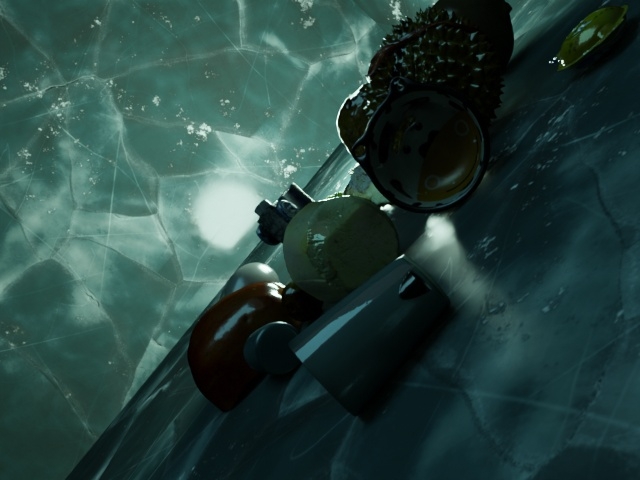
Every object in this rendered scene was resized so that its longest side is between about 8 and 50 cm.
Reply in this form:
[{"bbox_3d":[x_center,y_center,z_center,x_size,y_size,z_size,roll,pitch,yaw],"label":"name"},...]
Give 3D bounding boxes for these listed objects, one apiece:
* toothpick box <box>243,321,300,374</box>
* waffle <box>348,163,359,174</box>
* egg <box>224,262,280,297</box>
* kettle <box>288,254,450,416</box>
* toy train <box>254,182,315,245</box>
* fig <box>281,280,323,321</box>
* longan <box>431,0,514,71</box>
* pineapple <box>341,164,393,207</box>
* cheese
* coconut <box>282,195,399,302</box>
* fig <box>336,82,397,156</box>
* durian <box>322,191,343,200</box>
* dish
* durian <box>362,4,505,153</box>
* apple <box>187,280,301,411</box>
[{"bbox_3d":[-0.118,0.260,1.625,0.120,0.120,0.184,-53,7,-21],"label":"toothpick box"},{"bbox_3d":[0.221,-0.338,2.605,0.280,0.060,0.262,-46,7,8],"label":"waffle"},{"bbox_3d":[-0.221,0.176,2.216,0.176,0.176,0.232,-40,21,41],"label":"egg"},{"bbox_3d":[0.093,0.151,1.136,0.243,0.160,0.210,-42,-19,-5],"label":"kettle"},{"bbox_3d":[-0.026,-0.011,1.753,0.131,0.300,0.202,-47,2,23],"label":"toy train"},{"bbox_3d":[-0.037,0.143,1.764,0.154,0.103,0.109,-47,-40,-57],"label":"fig"},{"bbox_3d":[0.434,-0.597,2.008,0.297,0.297,0.297,-47,10,11],"label":"longan"},{"bbox_3d":[0.180,-0.143,1.983,0.164,0.140,0.249,22,84,37],"label":"pineapple"},{"bbox_3d":[0.553,-0.418,1.431,0.177,0.069,0.270,-47,7,5],"label":"cheese"},{"bbox_3d":[0.039,0.022,1.527,0.239,0.239,0.244,-52,16,-20],"label":"coconut"},{"bbox_3d":[0.201,-0.311,2.203,0.286,0.286,0.368,-38,47,47],"label":"fig"},{"bbox_3d":[0.005,-0.061,2.350,0.250,0.101,0.139,-46,11,14],"label":"durian"},{"bbox_3d":[0.237,-0.201,1.489,0.303,0.303,0.120,-44,-11,24],"label":"dish"},{"bbox_3d":[0.277,-0.381,1.686,0.347,0.348,0.384,-156,69,-80],"label":"durian"},{"bbox_3d":[-0.200,0.280,1.890,0.365,0.295,0.328,-44,53,15],"label":"apple"}]
